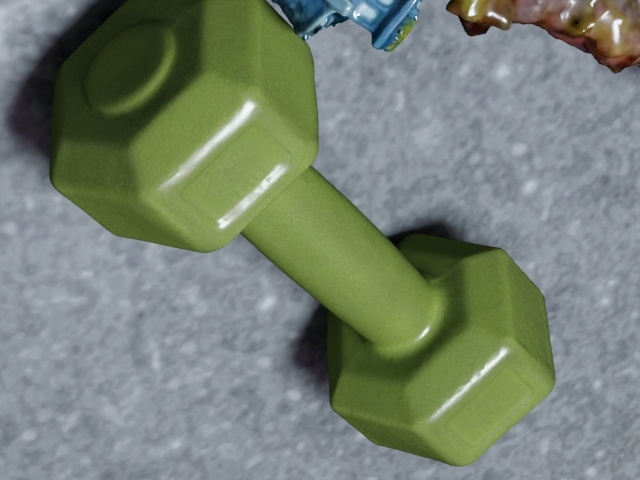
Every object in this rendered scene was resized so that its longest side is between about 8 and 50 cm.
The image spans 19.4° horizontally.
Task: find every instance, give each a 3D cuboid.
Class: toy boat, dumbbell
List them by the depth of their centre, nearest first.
[{"bbox_3d":[0.014,-0.108,0.789,0.060,0.061,0.137,-52,175,13],"label":"toy boat"},{"bbox_3d":[0.000,0.000,0.872,0.121,0.108,0.302,-44,135,4],"label":"dumbbell"}]

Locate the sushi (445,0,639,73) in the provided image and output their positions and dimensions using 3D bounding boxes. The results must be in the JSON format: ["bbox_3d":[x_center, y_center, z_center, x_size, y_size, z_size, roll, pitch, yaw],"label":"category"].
[{"bbox_3d":[0.114,-0.206,0.746,0.270,0.171,0.236,10,116,-39],"label":"sushi"}]
